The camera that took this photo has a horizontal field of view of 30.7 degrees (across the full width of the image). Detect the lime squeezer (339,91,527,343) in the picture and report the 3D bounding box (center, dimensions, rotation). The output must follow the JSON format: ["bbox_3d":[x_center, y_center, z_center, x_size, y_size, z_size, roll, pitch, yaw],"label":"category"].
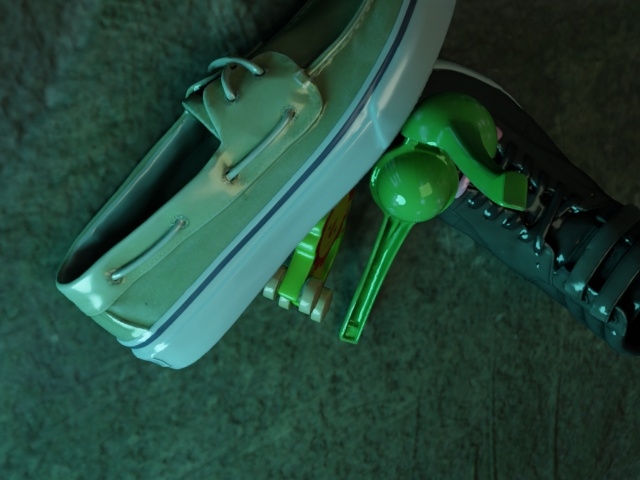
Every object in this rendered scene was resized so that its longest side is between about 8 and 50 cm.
[{"bbox_3d":[0.068,-0.022,0.703,0.058,0.310,0.110,-3,74,-16],"label":"lime squeezer"}]

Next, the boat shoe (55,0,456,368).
[{"bbox_3d":[-0.036,-0.060,0.680,0.094,0.109,0.302,34,92,-33],"label":"boat shoe"}]

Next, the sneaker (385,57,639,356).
[{"bbox_3d":[0.156,-0.021,0.790,0.295,0.147,0.104,35,92,-36],"label":"sneaker"}]

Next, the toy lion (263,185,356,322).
[{"bbox_3d":[0.000,0.000,0.746,0.100,0.034,0.096,55,57,-79],"label":"toy lion"}]
